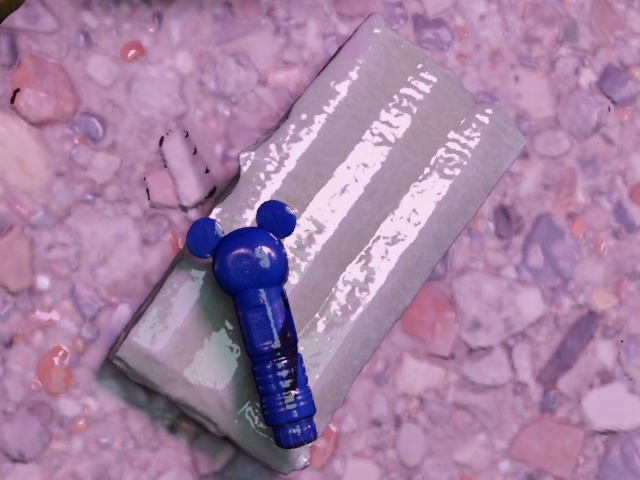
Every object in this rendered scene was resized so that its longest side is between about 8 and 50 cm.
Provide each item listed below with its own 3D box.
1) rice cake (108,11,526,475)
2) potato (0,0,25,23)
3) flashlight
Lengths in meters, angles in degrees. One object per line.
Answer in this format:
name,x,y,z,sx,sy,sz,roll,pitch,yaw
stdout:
rice cake,0.000,0.000,1.031,0.127,0.043,0.237,38,71,-10
potato,-0.191,-0.254,0.846,0.280,0.330,0.213,0,56,-57
flashlight,-0.025,0.042,0.976,0.057,0.035,0.121,-15,93,12
